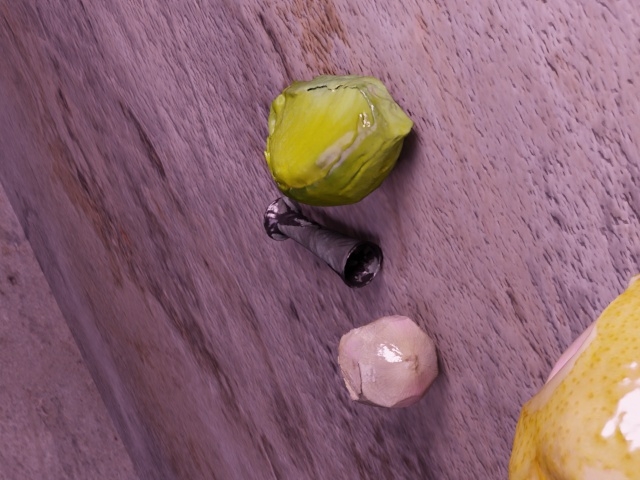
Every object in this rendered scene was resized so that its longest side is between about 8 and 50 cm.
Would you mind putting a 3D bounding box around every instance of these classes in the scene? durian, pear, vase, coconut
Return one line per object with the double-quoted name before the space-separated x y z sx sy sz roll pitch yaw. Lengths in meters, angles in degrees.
"durian" 0.008 -0.104 1.217 0.250 0.101 0.139 -11 69 62
"pear" 0.261 0.146 0.822 0.271 0.271 0.271 42 147 36
"vase" 0.000 0.000 1.363 0.167 0.059 0.059 31 140 47
"coconut" 0.077 0.137 1.292 0.110 0.110 0.124 63 159 1
